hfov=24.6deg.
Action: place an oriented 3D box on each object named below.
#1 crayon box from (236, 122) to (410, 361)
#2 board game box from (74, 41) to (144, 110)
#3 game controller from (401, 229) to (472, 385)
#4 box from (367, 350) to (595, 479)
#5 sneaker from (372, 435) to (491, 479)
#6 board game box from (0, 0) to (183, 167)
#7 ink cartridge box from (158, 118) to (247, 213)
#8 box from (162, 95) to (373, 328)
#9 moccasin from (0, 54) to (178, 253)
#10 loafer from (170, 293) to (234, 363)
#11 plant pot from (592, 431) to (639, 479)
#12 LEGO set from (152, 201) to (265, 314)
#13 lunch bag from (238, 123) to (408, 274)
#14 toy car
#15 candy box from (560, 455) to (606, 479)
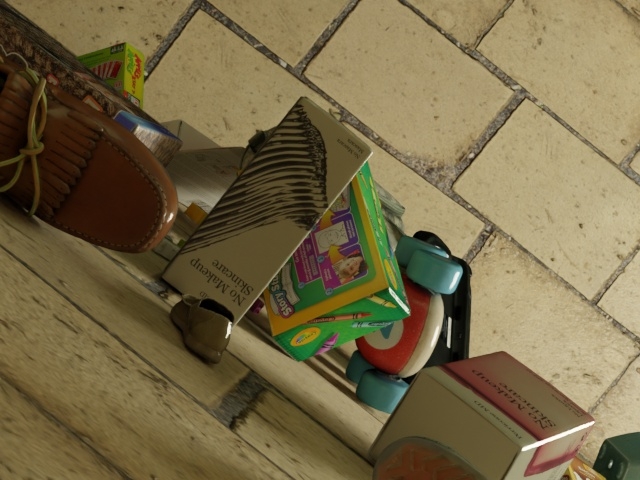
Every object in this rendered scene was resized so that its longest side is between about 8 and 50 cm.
[{"bbox_3d":[0.000,0.000,1.922,0.081,0.165,0.278,48,23,-52],"label":"crayon box"},{"bbox_3d":[-0.309,-0.180,1.851,0.043,0.181,0.092,34,50,-56],"label":"board game box"},{"bbox_3d":[0.180,0.139,2.283,0.166,0.067,0.319,39,43,-36],"label":"game controller"},{"bbox_3d":[0.187,0.224,1.670,0.149,0.126,0.232,37,19,24],"label":"box"},{"bbox_3d":[0.160,0.288,1.280,0.302,0.108,0.121,46,3,3],"label":"sneaker"},{"bbox_3d":[-0.331,-0.152,1.673,0.291,0.141,0.232,38,3,5],"label":"board game box"},{"bbox_3d":[-0.164,-0.122,2.499,0.261,0.066,0.296,-5,-20,28],"label":"ink cartridge box"},{"bbox_3d":[-0.063,-0.035,1.757,0.113,0.275,0.094,37,4,-6],"label":"box"},{"bbox_3d":[-0.310,-0.116,1.475,0.380,0.139,0.147,41,10,5],"label":"moccasin"},{"bbox_3d":[-0.116,0.084,1.519,0.056,0.050,0.148,37,4,-22],"label":"loafer"},{"bbox_3d":[0.555,0.437,2.342,0.252,0.247,0.247,19,6,-8],"label":"plant pot"},{"bbox_3d":[-0.128,0.021,1.950,0.227,0.087,0.093,33,5,-44],"label":"LEGO set"},{"bbox_3d":[0.006,-0.029,2.347,0.305,0.213,0.256,32,30,-57],"label":"lunch bag"},{"bbox_3d":[0.036,0.085,2.008,0.238,0.219,0.210,21,7,-9],"label":"toy car"},{"bbox_3d":[0.392,0.399,2.170,0.109,0.053,0.186,36,20,-24],"label":"candy box"}]
